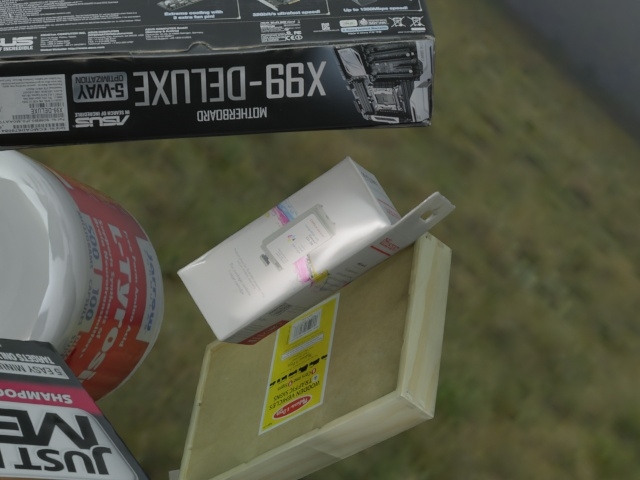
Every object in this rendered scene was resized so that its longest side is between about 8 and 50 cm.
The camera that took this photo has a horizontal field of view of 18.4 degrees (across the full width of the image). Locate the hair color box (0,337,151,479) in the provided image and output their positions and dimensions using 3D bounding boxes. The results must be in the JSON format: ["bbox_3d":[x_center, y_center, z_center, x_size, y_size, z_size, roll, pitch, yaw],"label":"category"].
[{"bbox_3d":[-0.154,0.200,1.051,0.185,0.113,0.374,10,29,-45],"label":"hair color box"}]

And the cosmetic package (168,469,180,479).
[{"bbox_3d":[-0.089,0.250,1.945,0.060,0.115,0.041,-99,180,-53],"label":"cosmetic package"}]

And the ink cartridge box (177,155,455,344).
[{"bbox_3d":[0.000,0.000,1.516,0.067,0.198,0.115,58,6,10],"label":"ink cartridge box"}]

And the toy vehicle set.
[{"bbox_3d":[-0.008,0.111,1.603,0.035,0.267,0.166,36,45,-28],"label":"toy vehicle set"}]

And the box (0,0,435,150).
[{"bbox_3d":[-0.090,-0.170,1.355,0.242,0.308,0.076,-100,-172,-49],"label":"box"}]

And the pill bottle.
[{"bbox_3d":[-0.275,0.045,1.810,0.229,0.229,0.408,44,3,11],"label":"pill bottle"}]
